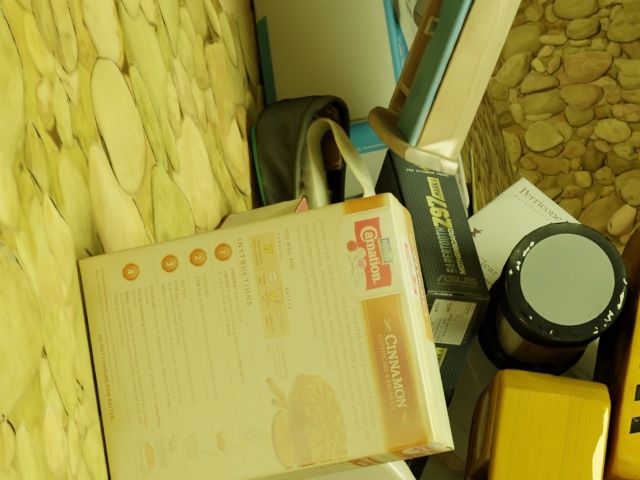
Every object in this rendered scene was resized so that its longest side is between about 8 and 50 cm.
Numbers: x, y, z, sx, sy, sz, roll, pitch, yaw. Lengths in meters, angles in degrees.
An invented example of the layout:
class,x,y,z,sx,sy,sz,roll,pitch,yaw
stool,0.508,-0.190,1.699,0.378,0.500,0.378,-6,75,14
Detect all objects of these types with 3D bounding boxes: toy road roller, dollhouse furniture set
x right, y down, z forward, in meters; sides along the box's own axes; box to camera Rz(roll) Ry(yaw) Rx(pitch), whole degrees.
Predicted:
class,x,y,z,sx,sy,sz,roll,pitch,yaw
toy road roller,0.233,0.152,1.526,0.202,0.240,0.330,98,3,-77
dollhouse furniture set,-0.018,-0.219,1.586,0.286,0.303,0.198,-118,-132,-70

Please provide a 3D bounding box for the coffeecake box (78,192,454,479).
class,x,y,z,sx,sy,sz,roll,pitch,yaw
coffeecake box,-0.031,0.065,1.122,0.068,0.185,0.142,37,42,-74

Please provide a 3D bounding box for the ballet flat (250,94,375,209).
class,x,y,z,sx,sy,sz,roll,pitch,yaw
ballet flat,0.000,0.000,1.593,0.095,0.096,0.280,28,47,-52

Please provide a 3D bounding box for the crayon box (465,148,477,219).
class,x,y,z,sx,sy,sz,roll,pitch,yaw
crayon box,0.133,0.084,2.084,0.202,0.081,0.318,-91,177,-45

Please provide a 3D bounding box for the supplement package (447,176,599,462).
class,x,y,z,sx,sy,sz,roll,pitch,yaw
supplement package,0.208,0.116,1.768,0.145,0.262,0.204,-37,158,-36

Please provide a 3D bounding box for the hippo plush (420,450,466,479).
class,x,y,z,sx,sy,sz,roll,pitch,yaw
hippo plush,0.198,0.312,1.895,0.234,0.294,0.237,109,-7,-50

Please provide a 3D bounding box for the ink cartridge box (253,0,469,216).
class,x,y,z,sx,sy,sz,roll,pitch,yaw
ink cartridge box,0.039,-0.153,1.882,0.307,0.129,0.223,51,28,-67

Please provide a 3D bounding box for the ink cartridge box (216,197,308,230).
class,x,y,z,sx,sy,sz,roll,pitch,yaw
ink cartridge box,-0.023,0.080,1.465,0.115,0.067,0.198,-64,140,-74

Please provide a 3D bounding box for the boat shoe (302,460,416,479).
class,x,y,z,sx,sy,sz,roll,pitch,yaw
boat shoe,0.034,0.256,1.477,0.158,0.127,0.341,-96,178,-60

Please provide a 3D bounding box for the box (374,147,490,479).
class,x,y,z,sx,sy,sz,roll,pitch,yaw
box,0.066,0.067,1.643,0.183,0.059,0.233,-101,-158,-47
